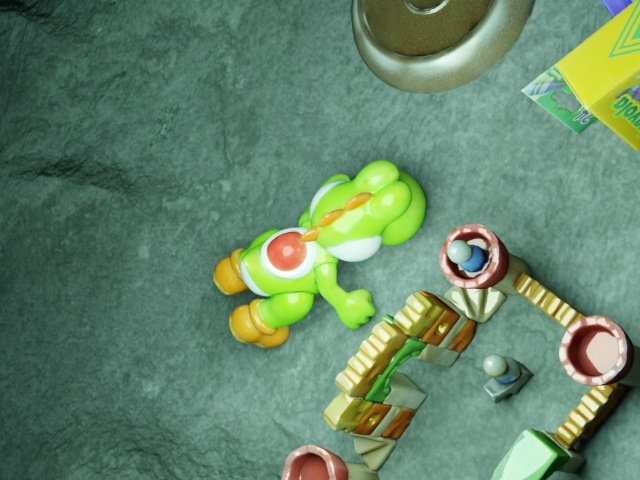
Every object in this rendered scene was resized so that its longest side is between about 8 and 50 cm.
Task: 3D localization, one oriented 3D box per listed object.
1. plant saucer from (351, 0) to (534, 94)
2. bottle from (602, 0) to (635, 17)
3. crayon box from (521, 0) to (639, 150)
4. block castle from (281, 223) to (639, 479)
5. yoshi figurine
[{"bbox_3d":[0.170,-0.372,1.903,0.311,0.050,0.310,-8,74,31],"label":"plant saucer"},{"bbox_3d":[0.491,-0.394,1.664,0.283,0.118,0.092,-27,50,23],"label":"bottle"},{"bbox_3d":[0.437,-0.232,1.606,0.323,0.203,0.083,-38,61,19],"label":"crayon box"},{"bbox_3d":[0.175,0.229,1.648,0.303,0.213,0.453,41,101,33],"label":"block castle"},{"bbox_3d":[0.021,0.008,1.858,0.362,0.203,0.203,-38,20,35],"label":"yoshi figurine"}]
